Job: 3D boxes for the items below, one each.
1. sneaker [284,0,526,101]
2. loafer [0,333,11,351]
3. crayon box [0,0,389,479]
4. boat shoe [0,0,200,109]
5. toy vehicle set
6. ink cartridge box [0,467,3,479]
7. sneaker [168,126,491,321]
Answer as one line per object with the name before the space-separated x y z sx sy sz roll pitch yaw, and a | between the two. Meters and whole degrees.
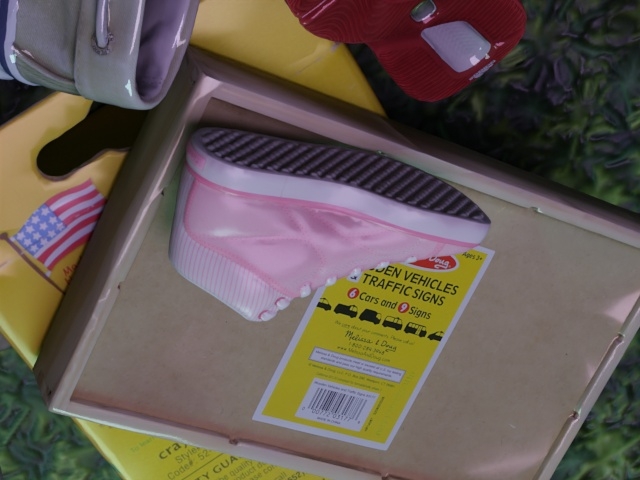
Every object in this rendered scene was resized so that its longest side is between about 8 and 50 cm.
sneaker | 0.002 -0.145 0.665 0.087 0.128 0.221 -35 154 3
loafer | -0.198 0.013 0.750 0.050 0.056 0.148 -42 124 -2
crayon box | -0.036 0.023 0.802 0.202 0.081 0.318 -33 125 -1
boat shoe | -0.060 -0.197 0.633 0.094 0.109 0.302 22 110 14
toy vehicle set | 0.022 0.031 0.759 0.267 0.035 0.166 18 109 -29
ink cartridge box | -0.231 0.101 0.786 0.099 0.056 0.135 -37 124 2
sneaker | 0.000 0.000 0.681 0.134 0.051 0.070 10 115 -22
